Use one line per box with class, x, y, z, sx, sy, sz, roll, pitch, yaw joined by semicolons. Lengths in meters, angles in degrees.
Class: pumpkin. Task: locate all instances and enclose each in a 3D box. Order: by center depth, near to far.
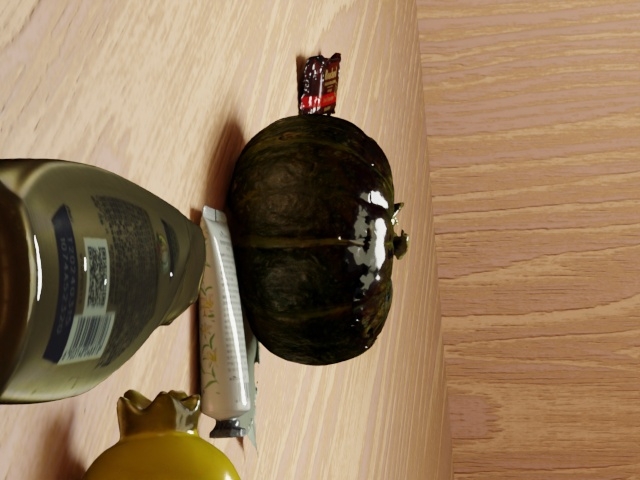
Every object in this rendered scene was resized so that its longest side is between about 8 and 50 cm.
pumpkin;0.003;-0.001;1.368;0.238;0.159;0.238;-8;90;-85

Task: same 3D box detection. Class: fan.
fan;-0.070;0.157;1.382;0.182;0.010;0.310;-70;154;-66

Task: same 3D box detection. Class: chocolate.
chocolate;0.000;-0.188;1.777;0.182;0.028;0.086;-46;142;-75

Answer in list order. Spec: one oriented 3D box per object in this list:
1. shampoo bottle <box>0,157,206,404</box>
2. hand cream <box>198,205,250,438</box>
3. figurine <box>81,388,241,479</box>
shampoo bottle;-0.135;0.021;0.803;0.350;0.084;0.125;-2;94;-81
hand cream;-0.086;0.069;1.234;0.067;0.042;0.194;16;68;-72
figurine;-0.108;0.214;0.889;0.185;0.127;0.234;-22;122;-71
